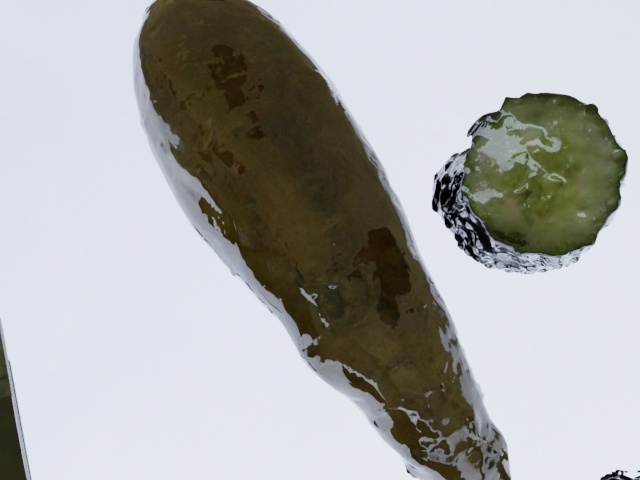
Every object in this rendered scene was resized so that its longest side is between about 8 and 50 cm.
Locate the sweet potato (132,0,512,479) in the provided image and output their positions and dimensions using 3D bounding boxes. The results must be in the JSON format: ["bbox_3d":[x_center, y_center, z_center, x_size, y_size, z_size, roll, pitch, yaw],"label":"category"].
[{"bbox_3d":[0.001,0.001,1.022,0.130,0.130,0.423,-28,-105,-23],"label":"sweet potato"}]

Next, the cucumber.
[{"bbox_3d":[0.099,-0.021,0.837,0.072,0.081,0.303,-31,177,0],"label":"cucumber"}]

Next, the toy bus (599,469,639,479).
[{"bbox_3d":[0.258,0.187,1.061,0.234,0.096,0.073,-15,165,35],"label":"toy bus"}]

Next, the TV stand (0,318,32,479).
[{"bbox_3d":[-0.309,0.170,1.544,0.049,0.040,0.256,-16,-131,-5],"label":"TV stand"}]
